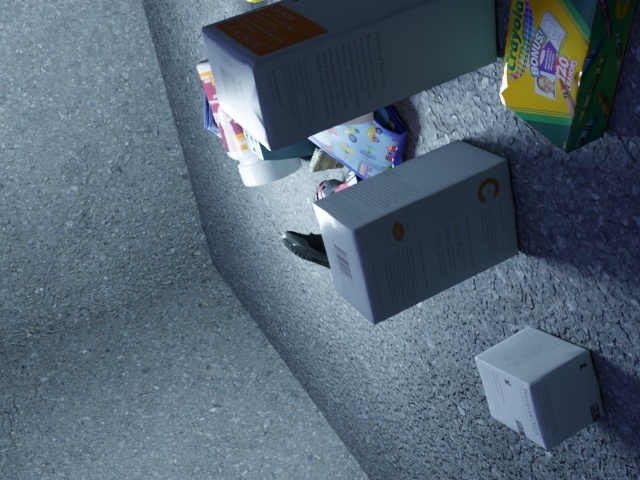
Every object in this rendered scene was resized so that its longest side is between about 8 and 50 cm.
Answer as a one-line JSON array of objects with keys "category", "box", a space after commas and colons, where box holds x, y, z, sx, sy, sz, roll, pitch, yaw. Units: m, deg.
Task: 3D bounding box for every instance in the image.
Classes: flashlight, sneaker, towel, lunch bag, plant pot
[{"category": "flashlight", "box": [0.070, -0.145, 2.204, 0.103, 0.103, 0.304, 25, 162, -12]}, {"category": "sneaker", "box": [0.000, 0.000, 2.444, 0.087, 0.227, 0.130, 121, 167, -63]}, {"category": "towel", "box": [-0.281, -0.405, 2.609, 0.285, 0.034, 0.209, 26, -120, -61]}, {"category": "lunch bag", "box": [0.095, -0.263, 1.956, 0.293, 0.138, 0.221, 49, 155, 19]}, {"category": "towel", "box": [0.029, -0.222, 2.187, 0.148, 0.110, 0.027, 122, 134, -68]}, {"category": "plant pot", "box": [-0.083, -0.314, 2.184, 0.166, 0.234, 0.165, 40, 149, 55]}]

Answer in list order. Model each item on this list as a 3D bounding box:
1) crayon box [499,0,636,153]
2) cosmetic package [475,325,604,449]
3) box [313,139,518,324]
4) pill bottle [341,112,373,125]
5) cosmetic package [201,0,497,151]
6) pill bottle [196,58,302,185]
[{"category": "crayon box", "box": [0.360, -0.290, 1.215, 0.165, 0.081, 0.278, 50, 157, 39]}, {"category": "cosmetic package", "box": [0.433, 0.287, 1.626, 0.184, 0.151, 0.151, 22, 135, 65]}, {"category": "box", "box": [0.191, -0.024, 1.599, 0.168, 0.345, 0.215, 38, 147, 56]}, {"category": "pill bottle", "box": [0.051, -0.389, 1.764, 0.152, 0.152, 0.272, -153, 55, -63]}, {"category": "cosmetic package", "box": [0.054, -0.337, 1.414, 0.230, 0.453, 0.161, 43, 151, 49]}, {"category": "pill bottle", "box": [-0.205, -0.377, 2.461, 0.224, 0.224, 0.392, 20, 132, 66]}]
